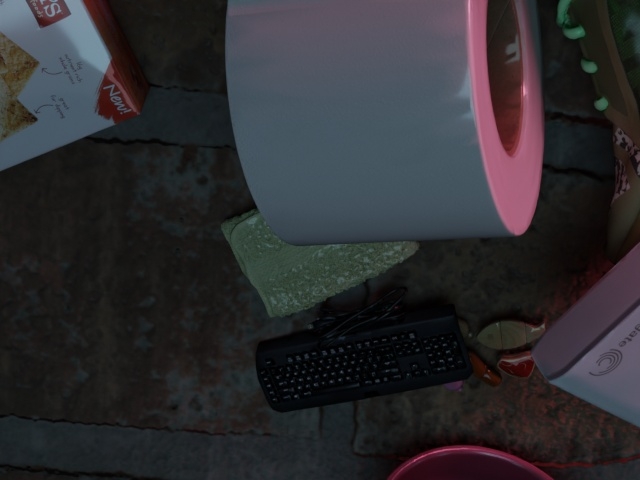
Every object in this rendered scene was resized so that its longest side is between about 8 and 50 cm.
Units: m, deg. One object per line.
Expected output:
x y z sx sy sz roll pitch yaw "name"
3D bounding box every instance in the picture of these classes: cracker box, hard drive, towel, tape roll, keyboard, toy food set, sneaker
-0.274 -0.136 1.097 0.232 0.067 0.156 -21 113 10 "cracker box"
0.364 0.082 1.117 0.353 0.047 0.233 27 115 -37 "hard drive"
0.000 0.000 1.176 0.148 0.027 0.110 -26 113 13 "towel"
0.055 -0.120 0.981 0.169 0.246 0.246 -3 116 21 "tape roll"
0.030 0.101 1.202 0.192 0.038 0.100 -13 111 16 "keyboard"
0.137 0.101 1.223 0.122 0.019 0.078 1 115 1 "toy food set"
0.243 -0.177 1.055 0.182 0.158 0.410 20 120 27 "sneaker"

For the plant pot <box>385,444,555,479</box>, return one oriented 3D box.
0.126 0.317 1.242 0.201 0.201 0.180 9 131 -3 "plant pot"
